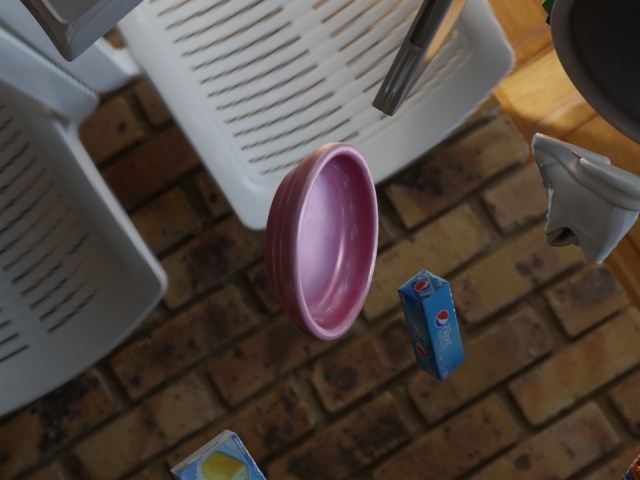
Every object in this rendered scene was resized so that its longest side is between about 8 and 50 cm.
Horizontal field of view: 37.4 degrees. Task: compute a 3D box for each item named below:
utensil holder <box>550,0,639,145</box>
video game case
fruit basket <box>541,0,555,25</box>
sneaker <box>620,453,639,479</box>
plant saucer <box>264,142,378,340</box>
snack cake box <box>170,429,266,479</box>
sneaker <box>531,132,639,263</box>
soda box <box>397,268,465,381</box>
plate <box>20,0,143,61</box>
[{"bbox_3d":[0.536,-0.333,1.183,0.385,0.327,0.327,-49,177,-12],"label":"utensil holder"},{"bbox_3d":[0.140,-0.265,0.831,0.204,0.025,0.285,-56,175,-49],"label":"video game case"},{"bbox_3d":[0.571,-0.365,1.696,0.165,0.353,0.327,-43,-178,39],"label":"fruit basket"},{"bbox_3d":[0.511,0.361,1.444,0.221,0.083,0.087,6,131,-47],"label":"sneaker"},{"bbox_3d":[0.000,0.000,1.593,0.084,0.332,0.332,6,-168,26],"label":"plant saucer"},{"bbox_3d":[-0.183,0.558,2.015,0.152,0.264,0.089,-35,-172,-20],"label":"snack cake box"},{"bbox_3d":[0.237,-0.041,0.901,0.212,0.080,0.094,-95,-157,-73],"label":"sneaker"},{"bbox_3d":[0.209,0.160,1.762,0.071,0.067,0.210,-37,132,-23],"label":"soda box"},{"bbox_3d":[-0.478,-0.538,1.912,0.277,0.278,0.045,-40,154,1],"label":"plate"}]
